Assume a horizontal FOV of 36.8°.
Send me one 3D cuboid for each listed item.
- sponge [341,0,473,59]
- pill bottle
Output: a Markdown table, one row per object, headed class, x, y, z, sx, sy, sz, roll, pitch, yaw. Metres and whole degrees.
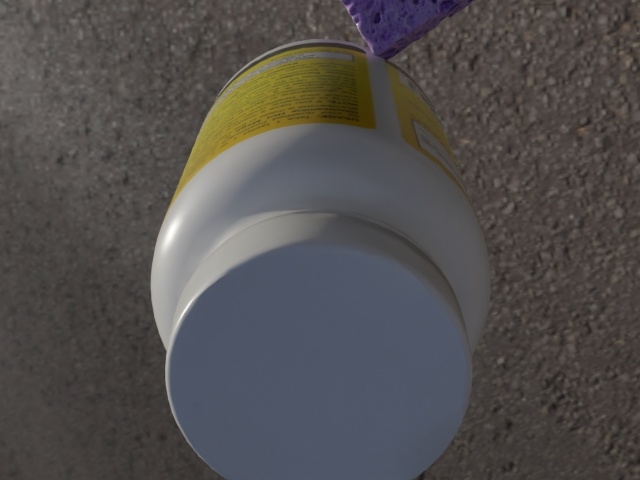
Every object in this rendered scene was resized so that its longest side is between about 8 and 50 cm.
| class | x | y | z | sx | sy | sz | roll | pitch | yaw |
| --- | --- | --- | --- | --- | --- | --- | --- | --- | --- |
| sponge | 0.097 | -0.226 | 0.642 | 0.210 | 0.031 | 0.117 | -32 | 81 | 17 |
| pill bottle | 0.000 | 0.000 | 0.588 | 0.334 | 0.187 | 0.188 | -88 | 6 | -67 |
